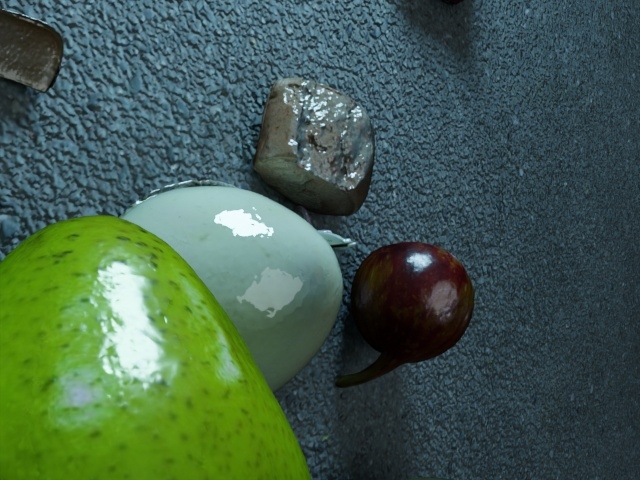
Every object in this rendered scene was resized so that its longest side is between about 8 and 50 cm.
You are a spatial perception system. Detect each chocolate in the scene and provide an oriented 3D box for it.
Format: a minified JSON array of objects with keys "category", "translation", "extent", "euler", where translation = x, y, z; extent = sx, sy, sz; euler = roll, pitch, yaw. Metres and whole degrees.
[{"category":"chocolate","translation":[-0.293,-0.181,0.663],"extent":[0.101,0.031,0.064],"euler":[11,99,-42]}]

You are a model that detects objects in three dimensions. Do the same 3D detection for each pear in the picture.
[{"category":"pear","translation":[-0.151,0.128,0.555],"extent":[0.342,0.238,0.318],"euler":[64,5,-67]}]

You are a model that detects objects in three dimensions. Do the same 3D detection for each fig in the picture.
[{"category":"fig","translation":[0.115,0.108,0.972],"extent":[0.175,0.175,0.207],"euler":[40,61,-38]}]

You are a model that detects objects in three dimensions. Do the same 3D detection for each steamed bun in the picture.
[{"category":"steamed bun","translation":[0.001,-0.120,0.912],"extent":[0.175,0.106,0.145],"euler":[28,69,-39]}]

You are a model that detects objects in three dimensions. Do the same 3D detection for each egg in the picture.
[{"category":"egg","translation":[-0.095,0.062,0.760],"extent":[0.286,0.174,0.264],"euler":[-24,102,-40]}]

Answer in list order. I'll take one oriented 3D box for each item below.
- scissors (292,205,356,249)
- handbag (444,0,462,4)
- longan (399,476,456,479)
[{"category":"scissors","translation":[0.000,0.000,0.866],"extent":[0.022,0.176,0.085],"euler":[-8,95,-21]},{"category":"handbag","translation":[0.196,-0.508,1.153],"extent":[0.216,0.074,0.203],"euler":[13,79,-45]},{"category":"longan","translation":[0.138,0.473,0.865],"extent":[0.361,0.361,0.361],"euler":[2,87,-46]}]
